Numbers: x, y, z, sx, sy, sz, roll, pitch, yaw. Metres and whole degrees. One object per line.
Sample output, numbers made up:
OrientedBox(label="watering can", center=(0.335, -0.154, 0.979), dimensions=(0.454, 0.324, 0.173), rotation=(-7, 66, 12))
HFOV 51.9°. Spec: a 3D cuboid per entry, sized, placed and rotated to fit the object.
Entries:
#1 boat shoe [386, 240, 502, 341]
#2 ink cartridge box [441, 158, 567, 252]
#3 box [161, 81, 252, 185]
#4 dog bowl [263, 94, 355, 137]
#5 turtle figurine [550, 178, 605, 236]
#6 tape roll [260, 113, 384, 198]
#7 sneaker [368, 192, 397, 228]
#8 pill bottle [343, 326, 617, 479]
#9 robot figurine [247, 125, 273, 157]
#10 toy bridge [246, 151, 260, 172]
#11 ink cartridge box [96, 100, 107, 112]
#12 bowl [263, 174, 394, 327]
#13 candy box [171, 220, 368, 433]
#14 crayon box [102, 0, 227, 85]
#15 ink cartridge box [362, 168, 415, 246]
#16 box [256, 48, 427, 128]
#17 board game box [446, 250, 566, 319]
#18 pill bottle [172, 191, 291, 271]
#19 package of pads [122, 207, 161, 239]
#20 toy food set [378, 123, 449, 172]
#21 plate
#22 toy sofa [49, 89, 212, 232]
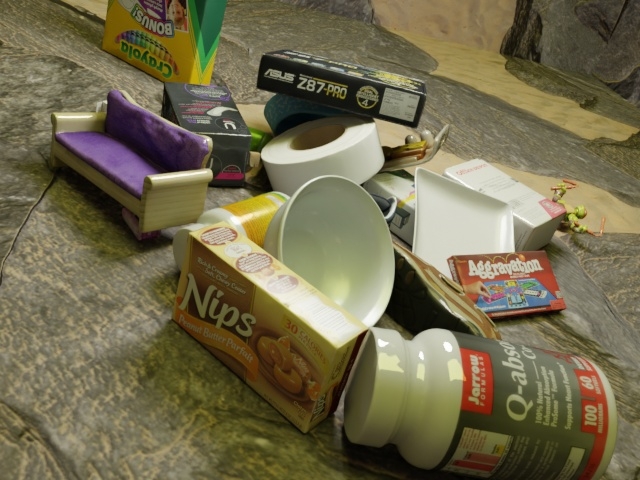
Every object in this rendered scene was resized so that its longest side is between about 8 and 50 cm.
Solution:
OrientedBox(label="boat shoe", center=(0.222, 0.123, 1.294), dimensions=(0.120, 0.122, 0.324), rotation=(-8, 47, -44))
OrientedBox(label="ink cartridge box", center=(0.467, -0.087, 1.734), dimensions=(0.283, 0.117, 0.207), rotation=(37, 36, 28))
OrientedBox(label="box", center=(-0.284, -0.259, 1.590), dimensions=(0.165, 0.143, 0.270), rotation=(-1, 36, -23))
OrientedBox(label="dog bowl", center=(-0.010, -0.336, 1.847), dimensions=(0.298, 0.166, 0.074), rotation=(2, 58, -25))
OrientedBox(label="turtle figurine", center=(0.666, -0.091, 1.874), dimensions=(0.218, 0.087, 0.269), rotation=(4, 42, -8))
OrientedBox(label="tape roll", center=(0.005, -0.204, 1.573), dimensions=(0.286, 0.100, 0.286), rotation=(-15, 27, 8))
OrientedBox(label="sneaker", center=(0.092, -0.073, 1.483), dimensions=(0.099, 0.153, 0.282), rotation=(8, 32, -17))
OrientedBox(label="pill bottle", center=(0.231, 0.249, 0.995), dimensions=(0.363, 0.210, 0.210), rotation=(12, 32, -10))
OrientedBox(label="robot figurine", center=(-0.172, -0.257, 1.721), dimensions=(0.115, 0.067, 0.101), rotation=(20, 23, 2))
OrientedBox(label="toy bridge", center=(-0.192, -0.202, 1.623), dimensions=(0.026, 0.063, 0.188), rotation=(1, 16, -25))
OrientedBox(label="ink cartridge box", center=(-0.528, -0.331, 1.671), dimensions=(0.028, 0.048, 0.083), rotation=(32, 35, 22))
OrientedBox(label="bowl", center=(-0.005, 0.034, 1.219), dimensions=(0.134, 0.297, 0.298), rotation=(-9, 7, 45))
OrientedBox(label="candy box", center=(-0.092, 0.129, 1.041), dimensions=(0.316, 0.182, 0.088), rotation=(35, 34, 26))
OrientedBox(label="crayon box", center=(-0.470, -0.655, 1.956), dimensions=(0.363, 0.313, 0.106), rotation=(30, 30, 20))
OrientedBox(label="ink cartridge box", center=(0.222, -0.081, 1.625), dimensions=(0.154, 0.093, 0.212), rotation=(-16, 46, -43))
OrientedBox(label="box", center=(0.065, -0.390, 1.656), dimensions=(0.395, 0.097, 0.318), rotation=(14, 18, 4))
OrientedBox(label="board game box", center=(0.411, 0.096, 1.440), dimensions=(0.282, 0.027, 0.145), rotation=(-2, 66, -30))
OrientedBox(label="pill bottle", center=(-0.156, -0.005, 1.265), dimensions=(0.136, 0.136, 0.246), rotation=(36, 35, 27))
OrientedBox(label="package of pads", center=(-0.358, -0.037, 1.313), dimensions=(0.050, 0.031, 0.083), rotation=(-12, 42, -36))
OrientedBox(label="toy food set", center=(0.178, -0.250, 1.740), dimensions=(0.306, 0.092, 0.220), rotation=(-9, 16, 21))
OrientedBox(label="plate", center=(0.318, -0.004, 1.485), dimensions=(0.277, 0.045, 0.277), rotation=(19, 57, -20))
OrientedBox(label="toy sofa", center=(-0.389, -0.174, 1.329), dimensions=(0.363, 0.177, 0.150), rotation=(31, 29, 32))
